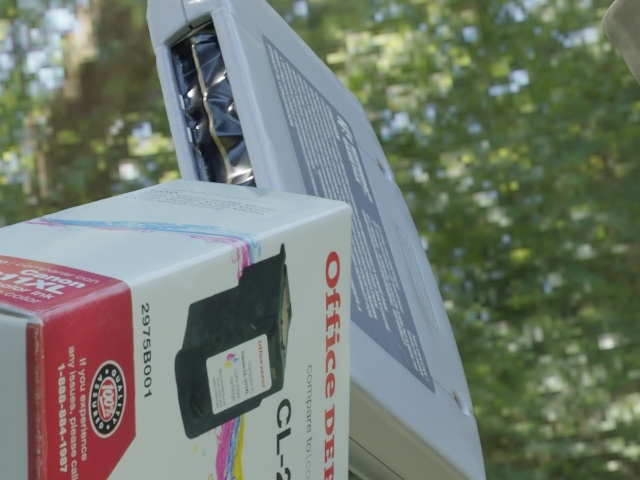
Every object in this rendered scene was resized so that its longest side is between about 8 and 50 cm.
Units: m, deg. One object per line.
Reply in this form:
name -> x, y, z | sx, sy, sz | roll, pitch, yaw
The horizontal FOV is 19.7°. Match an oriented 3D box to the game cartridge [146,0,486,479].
game cartridge -> 0.000, 0.000, 0.967 | 0.060, 0.294, 0.196 | -33, -44, 19

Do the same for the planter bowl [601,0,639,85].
planter bowl -> 0.240, -0.098, 0.942 | 0.162, 0.109, 0.162 | -23, -10, -4

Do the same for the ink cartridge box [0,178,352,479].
ink cartridge box -> -0.059, 0.058, 0.548 | 0.072, 0.127, 0.175 | 7, 14, 27
